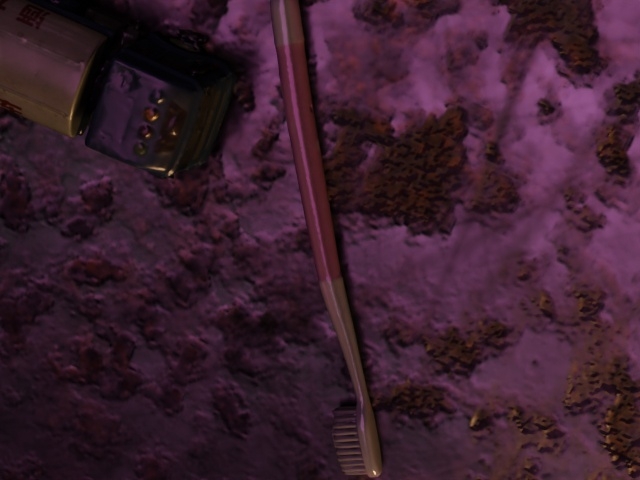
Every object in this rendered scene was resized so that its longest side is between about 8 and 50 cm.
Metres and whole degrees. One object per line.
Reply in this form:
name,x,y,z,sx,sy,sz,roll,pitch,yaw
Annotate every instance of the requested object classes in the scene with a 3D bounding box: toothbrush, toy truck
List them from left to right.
toy truck,-0.151,-0.103,0.815,0.201,0.088,0.074,24,106,6
toothbrush,0.000,0.000,0.841,0.025,0.020,0.286,-5,102,21
